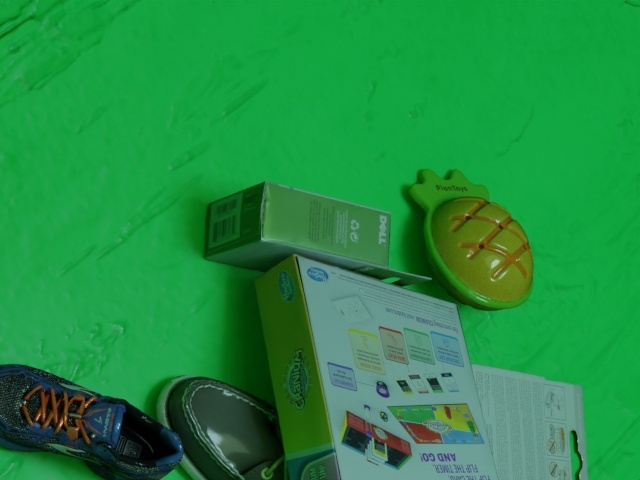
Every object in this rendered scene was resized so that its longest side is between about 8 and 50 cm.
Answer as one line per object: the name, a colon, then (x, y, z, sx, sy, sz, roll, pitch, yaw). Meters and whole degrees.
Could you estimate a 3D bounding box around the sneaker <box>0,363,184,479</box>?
sneaker: (-0.218, 0.163, 1.810, 0.221, 0.087, 0.083, 21, 67, -30)

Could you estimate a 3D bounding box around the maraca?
maraca: (0.162, -0.003, 2.115, 0.127, 0.099, 0.185, 2, 52, -37)

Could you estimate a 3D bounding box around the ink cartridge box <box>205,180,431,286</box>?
ink cartridge box: (0.000, 0.000, 1.989, 0.209, 0.109, 0.062, 13, 72, -32)

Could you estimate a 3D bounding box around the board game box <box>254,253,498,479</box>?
board game box: (0.065, 0.187, 1.933, 0.242, 0.064, 0.316, 18, 49, -41)

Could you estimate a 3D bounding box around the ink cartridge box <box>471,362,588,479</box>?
ink cartridge box: (0.209, 0.234, 2.129, 0.225, 0.056, 0.181, 15, 69, -51)

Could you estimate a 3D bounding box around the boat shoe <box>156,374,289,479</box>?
boat shoe: (-0.027, 0.230, 1.925, 0.305, 0.091, 0.109, 42, 58, -20)
